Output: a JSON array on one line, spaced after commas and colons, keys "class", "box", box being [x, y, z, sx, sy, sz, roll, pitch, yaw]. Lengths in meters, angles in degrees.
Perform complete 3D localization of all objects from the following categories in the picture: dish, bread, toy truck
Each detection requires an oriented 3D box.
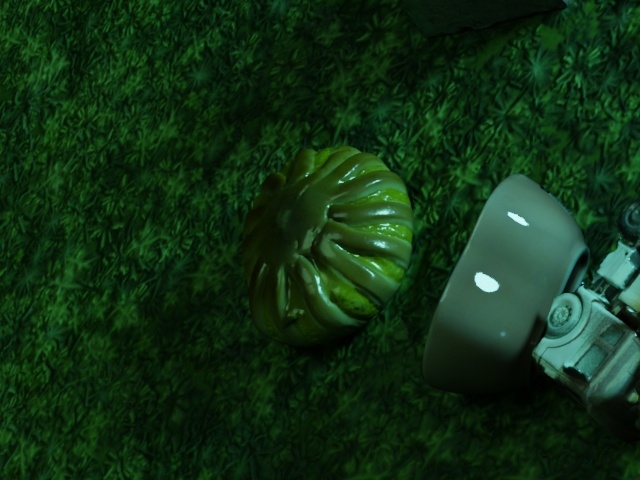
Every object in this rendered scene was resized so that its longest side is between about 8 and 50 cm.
[{"class": "dish", "box": [0.174, 0.049, 1.720, 0.090, 0.213, 0.213, 23, 79, 15]}, {"class": "bread", "box": [0.000, 0.000, 1.938, 0.213, 0.105, 0.213, -22, 49, 28]}, {"class": "toy truck", "box": [0.304, 0.037, 1.621, 0.270, 0.114, 0.135, -51, 36, 1]}]

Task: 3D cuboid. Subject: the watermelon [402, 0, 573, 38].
[{"class": "watermelon", "box": [0.202, -0.326, 1.938, 0.260, 0.176, 0.256, -63, 3, -7]}]

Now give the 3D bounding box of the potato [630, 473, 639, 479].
[{"class": "potato", "box": [0.275, 0.259, 1.499, 0.118, 0.109, 0.178, -13, 52, 9]}]

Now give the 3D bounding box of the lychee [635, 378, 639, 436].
[{"class": "lychee", "box": [0.369, 0.130, 1.381, 0.300, 0.300, 0.300, -24, 50, 31]}]
